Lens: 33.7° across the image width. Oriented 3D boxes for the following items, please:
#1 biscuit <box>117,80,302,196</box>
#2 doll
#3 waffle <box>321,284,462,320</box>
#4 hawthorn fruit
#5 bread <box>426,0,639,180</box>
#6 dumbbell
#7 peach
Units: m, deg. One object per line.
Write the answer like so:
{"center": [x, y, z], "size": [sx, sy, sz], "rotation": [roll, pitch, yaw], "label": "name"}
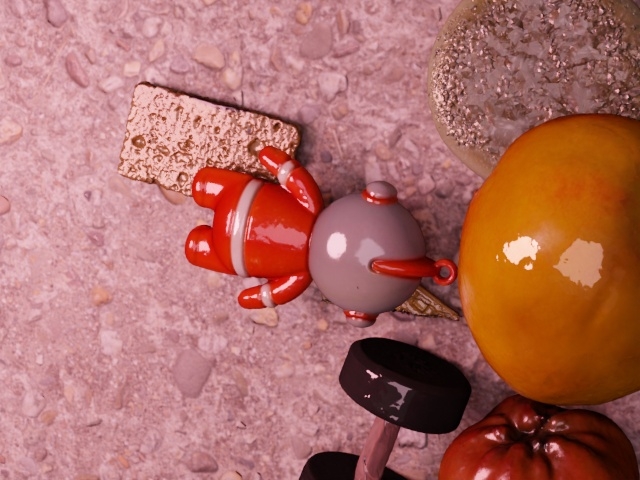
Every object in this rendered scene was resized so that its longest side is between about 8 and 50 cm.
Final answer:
{"center": [-0.138, -0.112, 1.317], "size": [0.231, 0.025, 0.131], "rotation": [18, 104, 12], "label": "biscuit"}
{"center": [0.000, 0.000, 1.235], "size": [0.336, 0.105, 0.199], "rotation": [12, 101, 22], "label": "doll"}
{"center": [0.085, 0.079, 1.281], "size": [0.153, 0.023, 0.097], "rotation": [38, 107, 8], "label": "waffle"}
{"center": [0.245, 0.305, 1.182], "size": [0.224, 0.224, 0.261], "rotation": [3, 122, 16], "label": "hawthorn fruit"}
{"center": [0.249, -0.178, 1.185], "size": [0.267, 0.040, 0.267], "rotation": [2, 98, 16], "label": "bread"}
{"center": [0.072, 0.238, 1.243], "size": [0.152, 0.152, 0.218], "rotation": [23, 103, 12], "label": "dumbbell"}
{"center": [0.270, 0.030, 1.083], "size": [0.289, 0.289, 0.308], "rotation": [57, 148, 2], "label": "peach"}
